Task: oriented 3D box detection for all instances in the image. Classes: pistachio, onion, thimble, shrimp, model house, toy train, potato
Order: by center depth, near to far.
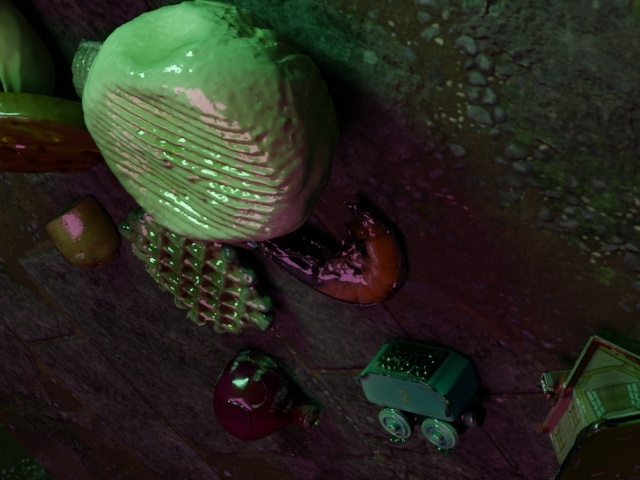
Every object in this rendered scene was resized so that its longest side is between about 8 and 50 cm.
[{"bbox_3d":[0.421,0.234,1.498,0.207,0.154,0.294,-11,151,-7],"label":"model house"},{"bbox_3d":[-0.330,-0.254,1.607,0.062,0.084,0.110,13,127,30],"label":"thimble"},{"bbox_3d":[0.000,0.000,1.622,0.290,0.054,0.222,25,143,2],"label":"shrimp"},{"bbox_3d":[-0.512,-0.302,1.673,0.157,0.157,0.229,12,136,33],"label":"pistachio"},{"bbox_3d":[0.168,0.251,1.748,0.203,0.112,0.163,5,129,38],"label":"toy train"},{"bbox_3d":[-0.443,-0.003,2.020,0.149,0.081,0.120,48,147,-16],"label":"potato"},{"bbox_3d":[-0.108,0.326,2.081,0.218,0.140,0.195,27,139,9],"label":"onion"}]

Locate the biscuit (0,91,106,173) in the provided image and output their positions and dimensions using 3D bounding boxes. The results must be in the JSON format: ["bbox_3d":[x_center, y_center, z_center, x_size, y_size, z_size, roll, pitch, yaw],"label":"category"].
[{"bbox_3d":[-0.498,-0.157,1.727,0.394,0.070,0.350,-3,168,24],"label":"biscuit"}]

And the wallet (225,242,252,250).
[{"bbox_3d":[-0.133,-0.026,1.721,0.176,0.026,0.095,14,130,11],"label":"wallet"}]

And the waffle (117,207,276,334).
[{"bbox_3d":[-0.217,0.053,1.901,0.292,0.056,0.309,-5,126,47],"label":"waffle"}]

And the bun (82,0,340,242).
[{"bbox_3d":[-0.132,-0.161,1.407,0.349,0.227,0.352,28,143,13],"label":"bun"}]
